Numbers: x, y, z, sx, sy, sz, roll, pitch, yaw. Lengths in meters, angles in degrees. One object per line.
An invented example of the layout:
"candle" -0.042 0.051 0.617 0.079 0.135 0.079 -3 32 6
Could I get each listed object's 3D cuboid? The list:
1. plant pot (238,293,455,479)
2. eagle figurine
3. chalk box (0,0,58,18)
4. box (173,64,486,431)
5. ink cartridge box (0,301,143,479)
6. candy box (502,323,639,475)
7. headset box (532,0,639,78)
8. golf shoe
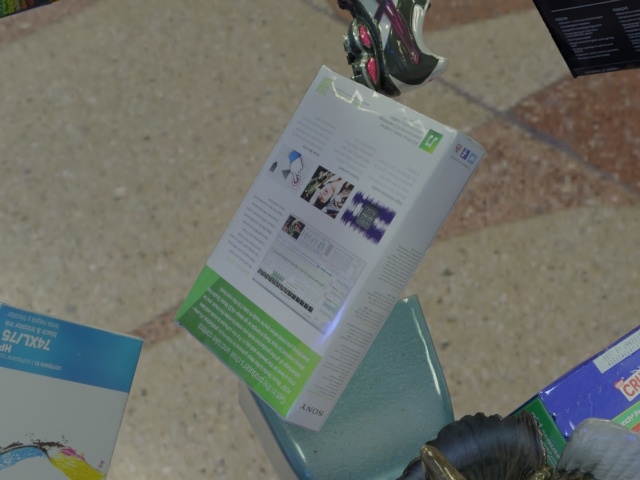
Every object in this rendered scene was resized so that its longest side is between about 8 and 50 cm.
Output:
"plant pot" 0.052 0.258 1.646 0.247 0.247 0.252 -21 74 -11
"eagle figurine" 0.121 0.234 0.922 0.225 0.298 0.226 23 75 17
"chalk box" -0.191 -0.293 0.981 0.288 0.180 0.179 -11 21 22
"box" 0.000 0.000 1.267 0.232 0.058 0.322 35 94 48
"ink cartridge box" -0.347 0.200 1.295 0.198 0.197 0.270 8 81 40
"candy box" 0.346 0.213 1.562 0.268 0.317 0.122 -28 75 -20
"headset box" 0.245 -0.277 0.899 0.246 0.283 0.131 -2 41 51
"golf shoe" 0.070 -0.311 1.539 0.120 0.273 0.105 -14 2 2
